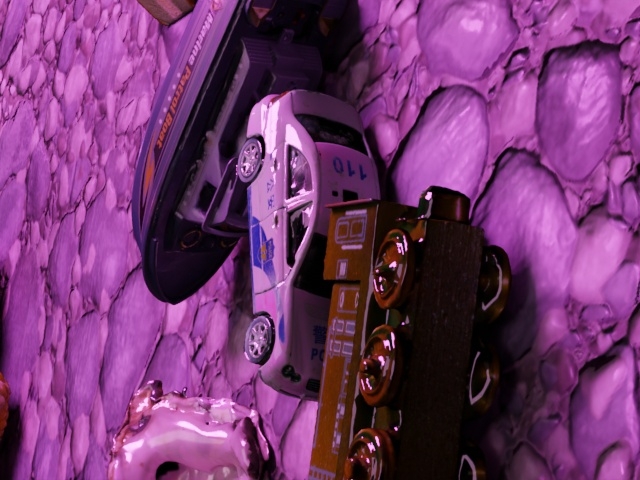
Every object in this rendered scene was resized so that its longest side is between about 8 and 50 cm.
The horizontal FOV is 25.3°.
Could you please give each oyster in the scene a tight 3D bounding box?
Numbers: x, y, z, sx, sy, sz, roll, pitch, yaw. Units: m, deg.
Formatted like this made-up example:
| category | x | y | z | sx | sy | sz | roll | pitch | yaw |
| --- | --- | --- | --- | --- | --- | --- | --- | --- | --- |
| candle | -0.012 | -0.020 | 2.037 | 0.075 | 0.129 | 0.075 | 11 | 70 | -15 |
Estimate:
| category | x | y | z | sx | sy | sz | roll | pitch | yaw |
| --- | --- | --- | --- | --- | --- | --- | --- | --- | --- |
| oyster | -0.106 | 0.181 | 1.140 | 0.163 | 0.081 | 0.191 | -33 | 49 | 16 |

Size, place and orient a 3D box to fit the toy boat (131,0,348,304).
| category | x | y | z | sx | sy | sz | roll | pitch | yaw |
| --- | --- | --- | --- | --- | --- | --- | --- | --- | --- |
| toy boat | -0.071 | -0.076 | 1.117 | 0.122 | 0.114 | 0.296 | 37 | 114 | 36 |

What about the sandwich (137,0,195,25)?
| category | x | y | z | sx | sy | sz | roll | pitch | yaw |
| --- | --- | --- | --- | --- | --- | --- | --- | --- | --- |
| sandwich | -0.181 | -0.261 | 1.359 | 0.074 | 0.116 | 0.074 | -19 | 63 | 57 |

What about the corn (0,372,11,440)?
| category | x | y | z | sx | sy | sz | roll | pitch | yaw |
| --- | --- | --- | --- | --- | --- | --- | --- | --- | --- |
| corn | -0.438 | 0.247 | 1.615 | 0.347 | 0.130 | 0.130 | -61 | 34 | 35 |

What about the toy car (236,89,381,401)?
| category | x | y | z | sx | sy | sz | roll | pitch | yaw |
| --- | --- | --- | --- | --- | --- | --- | --- | --- | --- |
| toy car | 0.000 | 0.000 | 0.994 | 0.076 | 0.090 | 0.224 | -32 | 54 | 47 |

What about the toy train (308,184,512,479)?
| category | x | y | z | sx | sy | sz | roll | pitch | yaw |
| --- | --- | --- | --- | --- | --- | --- | --- | --- | --- |
| toy train | 0.048 | 0.080 | 0.893 | 0.137 | 0.090 | 0.225 | 177 | 102 | -66 |
